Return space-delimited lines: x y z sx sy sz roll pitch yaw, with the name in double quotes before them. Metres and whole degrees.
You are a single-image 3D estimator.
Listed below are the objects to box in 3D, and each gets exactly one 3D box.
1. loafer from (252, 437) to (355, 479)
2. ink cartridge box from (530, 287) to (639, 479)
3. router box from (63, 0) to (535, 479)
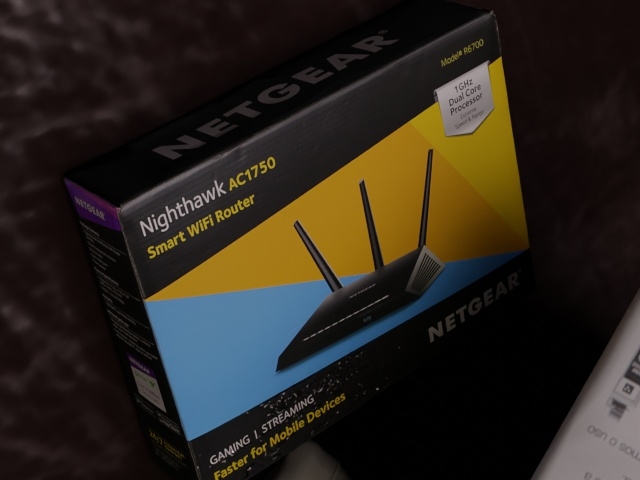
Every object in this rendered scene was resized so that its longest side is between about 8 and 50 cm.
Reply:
"loafer" -0.096 0.198 0.571 0.319 0.112 0.111 -36 91 -23
"ink cartridge box" 0.096 0.181 0.643 0.330 0.071 0.324 -57 162 -8
"router box" 0.000 0.000 0.601 0.179 0.046 0.133 -31 124 -27
